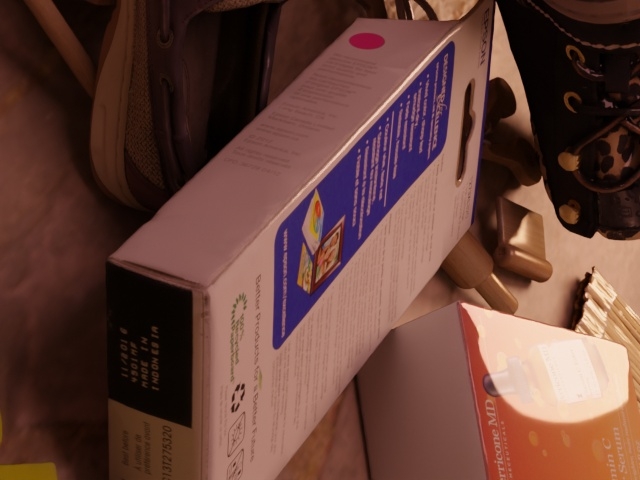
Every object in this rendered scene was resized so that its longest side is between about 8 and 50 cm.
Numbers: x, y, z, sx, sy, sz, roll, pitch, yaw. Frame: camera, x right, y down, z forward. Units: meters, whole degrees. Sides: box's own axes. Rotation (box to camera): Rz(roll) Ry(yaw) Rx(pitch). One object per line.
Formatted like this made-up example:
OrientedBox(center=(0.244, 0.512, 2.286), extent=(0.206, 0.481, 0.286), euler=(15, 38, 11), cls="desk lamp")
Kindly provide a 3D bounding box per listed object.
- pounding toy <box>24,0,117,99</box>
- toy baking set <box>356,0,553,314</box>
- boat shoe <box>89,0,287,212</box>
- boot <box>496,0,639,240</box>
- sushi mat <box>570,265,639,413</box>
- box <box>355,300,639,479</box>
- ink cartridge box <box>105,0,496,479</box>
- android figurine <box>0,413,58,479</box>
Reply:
OrientedBox(center=(-0.132, -0.175, 1.069), extent=(0.206, 0.094, 0.181), euler=(-9, 116, -51), cls="pounding toy")
OrientedBox(center=(0.078, -0.072, 1.307), extent=(0.256, 0.030, 0.197), euler=(44, 37, -33), cls="toy baking set")
OrientedBox(center=(-0.056, -0.142, 1.023), extent=(0.103, 0.092, 0.285), euler=(-15, 121, -50), cls="boat shoe")
OrientedBox(center=(0.184, -0.128, 1.233), extent=(0.377, 0.138, 0.284), euler=(-110, -179, -61), cls="boot")
OrientedBox(center=(0.273, 0.170, 1.400), extent=(0.316, 0.019, 0.151), euler=(46, 40, -21), cls="sushi mat")
OrientedBox(center=(0.115, 0.123, 1.187), extent=(0.170, 0.091, 0.130), euler=(15, 58, -44), cls="box")
OrientedBox(center=(0.000, 0.000, 1.070), extent=(0.371, 0.069, 0.176), euler=(-45, 146, -49), cls="ink cartridge box")
OrientedBox(center=(-0.174, 0.184, 0.852), extent=(0.273, 0.056, 0.248), euler=(6, 65, -49), cls="android figurine")
